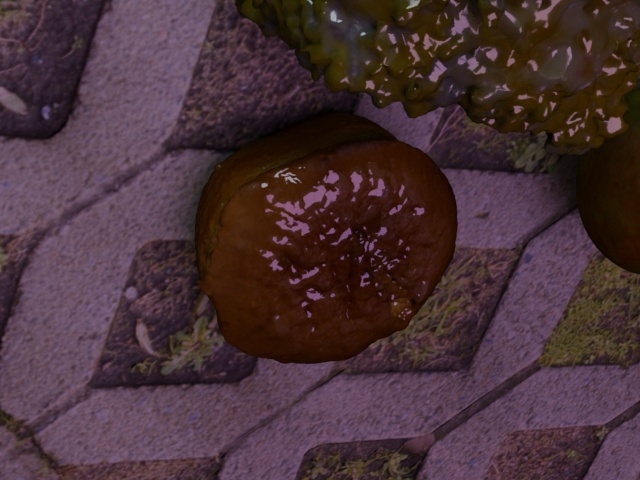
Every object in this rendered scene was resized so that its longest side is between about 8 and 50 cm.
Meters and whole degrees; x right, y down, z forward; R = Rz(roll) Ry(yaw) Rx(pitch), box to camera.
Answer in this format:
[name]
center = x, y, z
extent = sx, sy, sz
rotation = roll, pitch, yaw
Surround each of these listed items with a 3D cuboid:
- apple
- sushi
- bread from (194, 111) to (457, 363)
[apple]
center = 0.442, -0.079, 1.489
extent = 0.246, 0.246, 0.226
rotation = -16, 112, -17
[sushi]
center = 0.132, -0.250, 1.146
extent = 0.396, 0.351, 0.240
rotation = 7, 117, -28
[bread]
center = 0.005, -0.001, 1.368
extent = 0.312, 0.172, 0.312
rotation = -11, 127, -15
